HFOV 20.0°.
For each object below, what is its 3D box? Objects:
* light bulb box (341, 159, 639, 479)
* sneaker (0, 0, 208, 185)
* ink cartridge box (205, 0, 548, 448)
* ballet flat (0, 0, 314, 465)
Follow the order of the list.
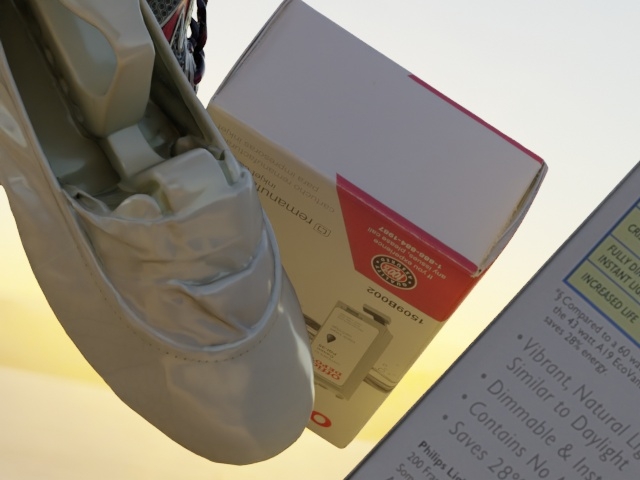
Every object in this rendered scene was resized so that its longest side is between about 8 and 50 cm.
[{"bbox_3d":[0.251,0.155,1.063,0.358,0.361,0.225,43,-5,11],"label":"light bulb box"},{"bbox_3d":[-0.115,-0.151,1.221,0.112,0.299,0.121,30,2,-13],"label":"sneaker"},{"bbox_3d":[0.000,0.000,1.251,0.207,0.117,0.283,33,-35,2],"label":"ink cartridge box"},{"bbox_3d":[-0.111,-0.057,1.001,0.139,0.400,0.139,-28,0,0],"label":"ballet flat"}]
